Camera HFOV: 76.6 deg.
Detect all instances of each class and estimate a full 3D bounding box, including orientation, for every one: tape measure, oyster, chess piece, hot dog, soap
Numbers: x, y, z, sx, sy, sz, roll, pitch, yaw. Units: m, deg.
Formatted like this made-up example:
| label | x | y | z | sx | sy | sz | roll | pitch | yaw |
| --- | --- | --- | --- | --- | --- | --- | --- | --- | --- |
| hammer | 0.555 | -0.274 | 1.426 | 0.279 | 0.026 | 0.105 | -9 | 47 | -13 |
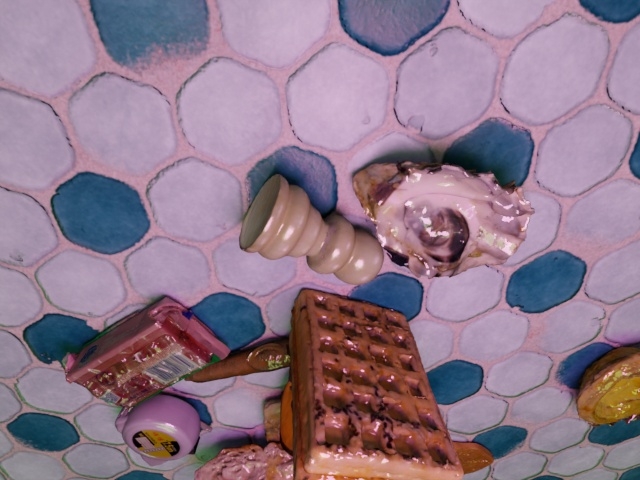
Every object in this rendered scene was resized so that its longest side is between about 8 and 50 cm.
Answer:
| label | x | y | z | sx | sy | sz | roll | pitch | yaw |
| --- | --- | --- | --- | --- | --- | --- | --- | --- | --- |
| tape measure | -0.378 | 0.452 | 0.985 | 0.179 | 0.105 | 0.195 | -11 | 120 | 11 |
| oyster | 0.219 | -0.042 | 0.723 | 0.352 | 0.114 | 0.237 | 21 | 126 | -10 |
| chess piece | 0.000 | 0.000 | 0.725 | 0.252 | 0.144 | 0.144 | 25 | 116 | -25 |
| hot dog | -0.101 | 0.700 | 1.080 | 0.368 | 0.195 | 0.365 | -6 | 135 | 6 |
| soap | -0.369 | 0.248 | 0.860 | 0.274 | 0.098 | 0.217 | -31 | 118 | 14 |

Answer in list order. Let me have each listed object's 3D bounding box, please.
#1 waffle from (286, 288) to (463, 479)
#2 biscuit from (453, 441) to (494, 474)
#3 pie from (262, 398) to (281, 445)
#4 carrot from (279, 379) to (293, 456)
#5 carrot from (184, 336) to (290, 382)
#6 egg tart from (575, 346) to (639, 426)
| label | x | y | z | sx | sy | sz | roll | pitch | yaw |
| --- | --- | --- | --- | --- | --- | --- | --- | --- | --- |
| waffle | 0.076 | 0.262 | 0.738 | 0.261 | 0.376 | 0.113 | 17 | 118 | -15 |
| biscuit | 0.398 | 0.638 | 1.186 | 0.221 | 0.028 | 0.141 | 3 | 120 | -6 |
| pie | -0.057 | 0.467 | 1.041 | 0.185 | 0.052 | 0.217 | -8 | 124 | -3 |
| carrot | 0.080 | 0.426 | 0.917 | 0.341 | 0.224 | 0.224 | 30 | 115 | -28 |
| carrot | -0.155 | 0.271 | 0.909 | 0.343 | 0.070 | 0.070 | -15 | 121 | 7 |
| egg tart | 0.755 | 0.358 | 1.009 | 0.280 | 0.094 | 0.278 | -4 | 125 | -6 |
